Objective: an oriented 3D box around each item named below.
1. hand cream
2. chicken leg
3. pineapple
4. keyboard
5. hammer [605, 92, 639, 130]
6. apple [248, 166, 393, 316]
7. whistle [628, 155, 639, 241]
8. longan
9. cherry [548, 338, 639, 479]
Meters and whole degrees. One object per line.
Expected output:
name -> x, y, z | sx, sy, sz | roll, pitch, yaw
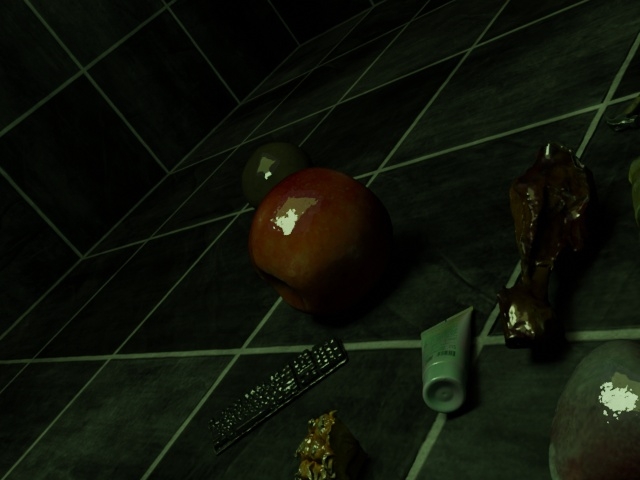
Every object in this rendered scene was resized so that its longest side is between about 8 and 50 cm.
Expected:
hand cream -> 0.146, 0.131, 0.851 | 0.076, 0.047, 0.174 | -30, 13, 19
chicken leg -> 0.253, 0.007, 0.845 | 0.093, 0.113, 0.304 | -47, 10, 50
pineapple -> 0.013, 0.256, 0.788 | 0.114, 0.077, 0.114 | -91, 21, -52
keyboard -> -0.064, 0.213, 1.035 | 0.231, 0.023, 0.072 | -36, 23, 4
hammer -> 0.479, -0.219, 1.078 | 0.182, 0.017, 0.062 | -45, 22, -23
apple -> 0.000, 0.000, 1.112 | 0.201, 0.218, 0.218 | -52, 24, -16
whistle -> 0.356, 0.010, 0.736 | 0.067, 0.057, 0.326 | -25, 25, 30
longan -> -0.093, -0.139, 1.639 | 0.167, 0.168, 0.187 | -30, 1, 18
cherry -> 0.251, 0.150, 0.542 | 0.148, 0.115, 0.188 | -22, 23, -14
